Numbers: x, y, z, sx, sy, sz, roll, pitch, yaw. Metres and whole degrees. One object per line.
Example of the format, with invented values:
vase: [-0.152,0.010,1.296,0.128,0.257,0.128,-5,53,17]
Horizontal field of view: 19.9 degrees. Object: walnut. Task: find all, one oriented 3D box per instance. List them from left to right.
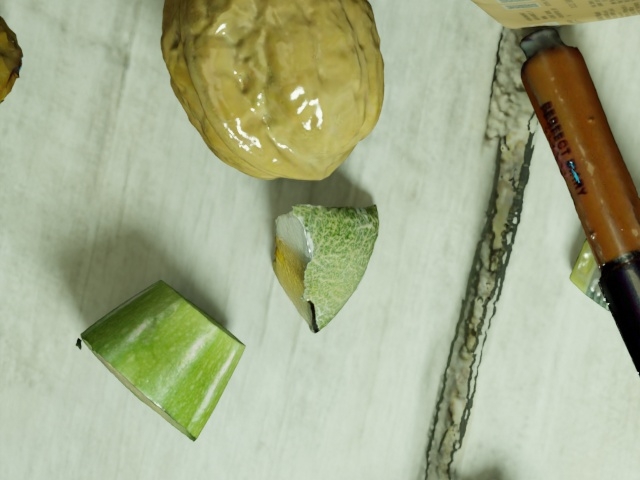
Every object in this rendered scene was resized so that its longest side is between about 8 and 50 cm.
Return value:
walnut: [-0.043,-0.182,1.866,0.224,0.257,0.257,-20,87,45]

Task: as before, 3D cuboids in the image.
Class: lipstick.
lipstick: [0.294,-0.020,1.827,0.077,0.077,0.418,-23,76,12]

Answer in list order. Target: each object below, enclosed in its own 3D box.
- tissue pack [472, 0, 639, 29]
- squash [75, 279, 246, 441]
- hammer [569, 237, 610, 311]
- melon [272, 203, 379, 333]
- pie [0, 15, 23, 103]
tissue pack: [0.241,-0.333,1.748,0.238,0.305,0.238,0,90,13]
squash: [-0.165,0.121,1.934,0.170,0.170,0.123,39,88,8]
hammer: [0.362,0.074,1.871,0.226,0.041,0.159,26,96,10]
melon: [0.005,0.000,1.918,0.139,0.202,0.093,-37,62,-22]
pie: [-0.447,-0.166,1.967,0.273,0.069,0.273,-10,49,12]
